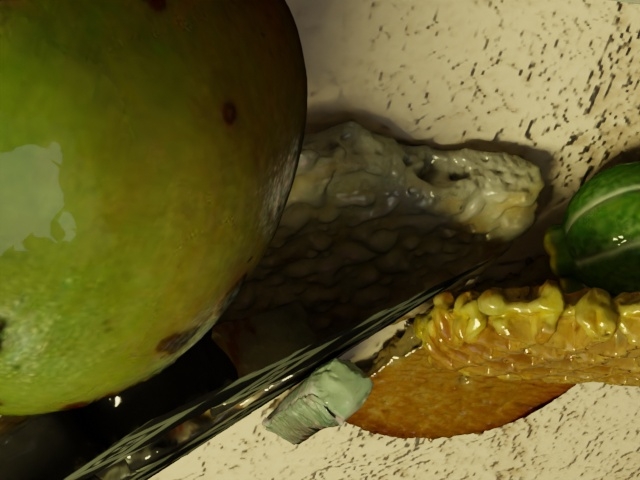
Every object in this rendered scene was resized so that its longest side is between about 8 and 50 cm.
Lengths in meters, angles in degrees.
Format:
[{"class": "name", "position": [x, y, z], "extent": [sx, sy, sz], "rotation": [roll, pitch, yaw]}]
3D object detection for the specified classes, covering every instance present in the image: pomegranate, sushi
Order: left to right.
[{"class": "pomegranate", "position": [-0.174, -0.037, 0.646], "extent": [0.323, 0.291, 0.291], "rotation": [-44, 130, 6]}, {"class": "sushi", "position": [-0.124, 0.104, 0.850], "extent": [0.359, 0.064, 0.343], "rotation": [-36, 172, 31]}]

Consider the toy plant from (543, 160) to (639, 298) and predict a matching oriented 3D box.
[{"class": "toy plant", "position": [0.208, -0.013, 0.891], "extent": [0.162, 0.093, 0.093], "rotation": [-21, 136, 16]}]

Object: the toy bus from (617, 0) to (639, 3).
[{"class": "toy bus", "position": [0.037, -0.168, 0.478], "extent": [0.288, 0.232, 0.194], "rotation": [9, 108, 24]}]

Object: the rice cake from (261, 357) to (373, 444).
[{"class": "rice cake", "position": [-0.005, 0.101, 0.942], "extent": [0.033, 0.033, 0.207], "rotation": [42, 165, 1]}]

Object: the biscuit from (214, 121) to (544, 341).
[{"class": "biscuit", "position": [0.000, 0.000, 0.897], "extent": [0.265, 0.040, 0.188], "rotation": [-15, 141, 1]}]

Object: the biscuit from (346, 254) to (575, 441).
[{"class": "biscuit", "position": [0.107, 0.079, 1.013], "extent": [0.206, 0.025, 0.126], "rotation": [-31, 132, 22]}]

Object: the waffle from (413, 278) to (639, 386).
[{"class": "waffle", "position": [0.142, 0.057, 0.889], "extent": [0.191, 0.038, 0.191], "rotation": [4, 166, 1]}]
